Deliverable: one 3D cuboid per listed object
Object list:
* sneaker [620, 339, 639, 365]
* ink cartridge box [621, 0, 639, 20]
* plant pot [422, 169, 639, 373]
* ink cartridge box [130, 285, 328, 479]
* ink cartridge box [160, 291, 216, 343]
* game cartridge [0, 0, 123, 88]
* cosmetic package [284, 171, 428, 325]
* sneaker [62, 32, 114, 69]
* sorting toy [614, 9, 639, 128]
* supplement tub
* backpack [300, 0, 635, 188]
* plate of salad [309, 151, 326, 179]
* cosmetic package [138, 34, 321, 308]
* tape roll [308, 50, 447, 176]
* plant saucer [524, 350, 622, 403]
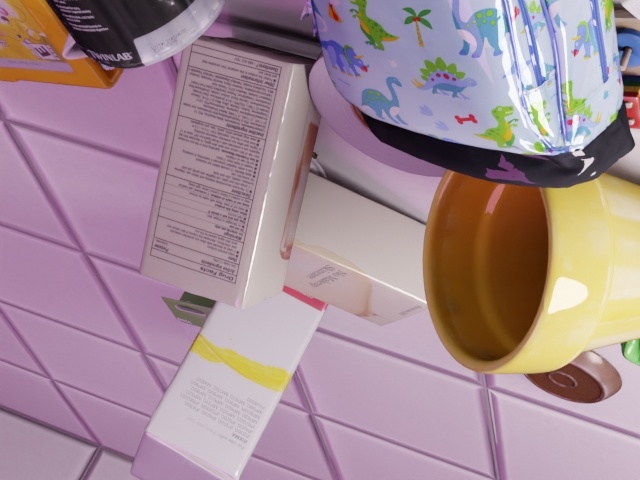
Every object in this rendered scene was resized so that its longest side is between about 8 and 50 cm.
[{"bbox_3d":[0.459,0.065,1.505,0.134,0.146,0.343,29,154,-2],"label":"sneaker"},{"bbox_3d":[0.384,-0.230,1.114,0.134,0.078,0.231,35,153,-17],"label":"ink cartridge box"},{"bbox_3d":[0.276,0.020,1.464,0.239,0.254,0.254,3,166,-28],"label":"plant pot"},{"bbox_3d":[-0.131,0.207,2.061,0.160,0.385,0.279,28,154,0],"label":"ink cartridge box"},{"bbox_3d":[-0.193,0.143,2.374,0.109,0.062,0.209,13,150,27],"label":"ink cartridge box"},{"bbox_3d":[-0.461,-0.320,1.798,0.323,0.053,0.285,7,147,35],"label":"game cartridge"},{"bbox_3d":[0.000,0.000,1.804,0.309,0.113,0.160,24,158,-17],"label":"cosmetic package"},{"bbox_3d":[-0.239,-0.253,1.656,0.212,0.094,0.080,3,143,41],"label":"sneaker"},{"bbox_3d":[0.271,-0.170,1.342,0.274,0.046,0.132,7,143,26],"label":"sorting toy"},{"bbox_3d":[-0.238,-0.347,1.369,0.193,0.194,0.316,10,149,32],"label":"supplement tub"},{"bbox_3d":[0.122,-0.231,1.183,0.290,0.273,0.356,23,129,34],"label":"backpack"},{"bbox_3d":[-0.085,-0.117,1.800,0.199,0.048,0.200,15,159,6],"label":"plate of salad"},{"bbox_3d":[-0.101,-0.086,1.589,0.153,0.296,0.129,19,-167,20],"label":"cosmetic package"},{"bbox_3d":[0.099,-0.168,1.511,0.219,0.072,0.219,22,153,12],"label":"tape roll"},{"bbox_3d":[0.365,0.197,1.975,0.168,0.029,0.168,23,153,12],"label":"plant saucer"}]
